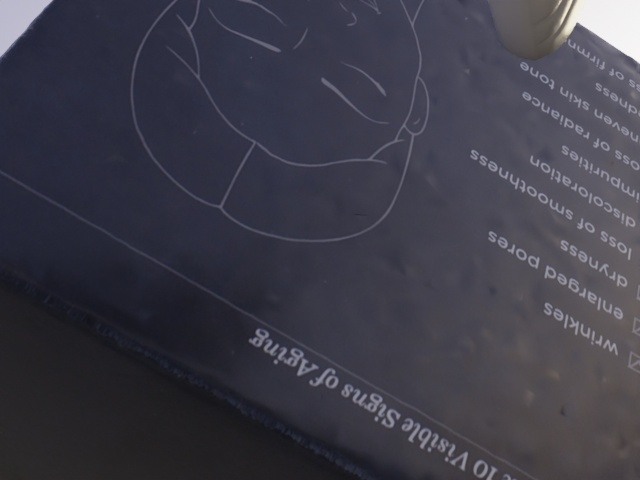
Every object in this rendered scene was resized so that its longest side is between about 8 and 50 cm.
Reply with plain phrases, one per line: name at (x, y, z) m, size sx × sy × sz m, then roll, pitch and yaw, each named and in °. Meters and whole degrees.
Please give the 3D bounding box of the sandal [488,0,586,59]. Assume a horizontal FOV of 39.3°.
sandal at (0.052, -0.210, 0.249) m, size 0.169 × 0.102 × 0.416 m, roll -61°, pitch -21°, yaw -14°

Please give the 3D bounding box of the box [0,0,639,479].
box at (0.000, 0.000, 0.693) m, size 0.297 × 0.480 × 0.471 m, roll -49°, pitch 13°, yaw 49°
